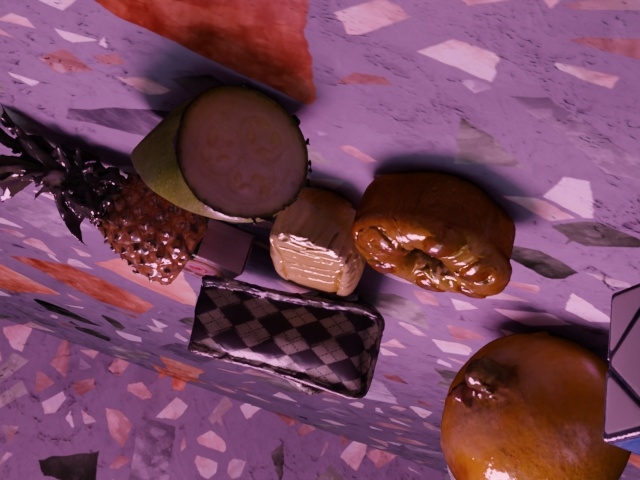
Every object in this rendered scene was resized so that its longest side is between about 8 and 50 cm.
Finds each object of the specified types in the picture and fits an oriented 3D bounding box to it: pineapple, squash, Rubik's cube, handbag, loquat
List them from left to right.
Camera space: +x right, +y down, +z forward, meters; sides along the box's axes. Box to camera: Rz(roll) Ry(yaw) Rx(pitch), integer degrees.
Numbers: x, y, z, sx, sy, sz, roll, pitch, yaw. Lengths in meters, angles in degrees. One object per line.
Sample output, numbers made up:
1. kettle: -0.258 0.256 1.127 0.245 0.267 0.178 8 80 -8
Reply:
1. pineapple: -0.354 -0.071 1.916 0.364 0.165 0.165 28 161 -8
2. squash: -0.139 -0.081 1.578 0.189 0.189 0.260 23 157 -18
3. handbag: -0.066 0.151 2.076 0.316 0.180 0.416 11 179 0
4. loquat: 0.343 0.297 2.069 0.328 0.328 0.359 0 143 45
5. Rubik's cube: 0.485 0.159 1.500 0.205 0.207 0.205 21 151 -25

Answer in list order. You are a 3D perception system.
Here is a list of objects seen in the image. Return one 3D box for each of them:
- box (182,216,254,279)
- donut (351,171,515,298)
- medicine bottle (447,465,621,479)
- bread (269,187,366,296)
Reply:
1. box: -0.226 0.001 2.099 0.199 0.081 0.135 20 163 -16
2. donut: 0.150 -0.006 1.644 0.226 0.114 0.226 16 163 5
3. medicine bottle: 0.440 0.441 2.532 0.245 0.245 0.290 31 158 -37
4. bread: 0.000 0.000 1.823 0.140 0.106 0.236 16 163 8
